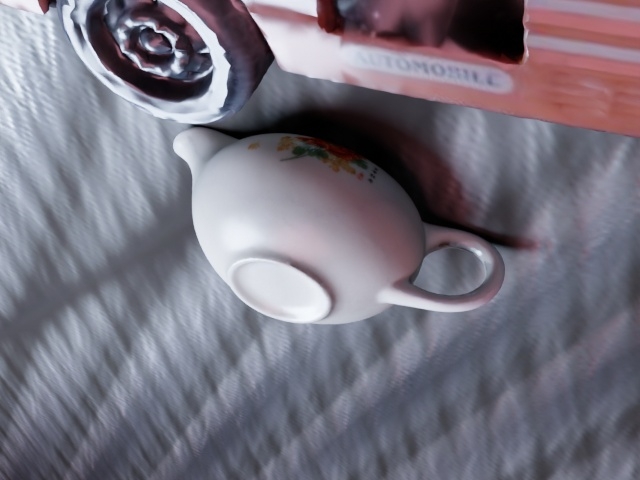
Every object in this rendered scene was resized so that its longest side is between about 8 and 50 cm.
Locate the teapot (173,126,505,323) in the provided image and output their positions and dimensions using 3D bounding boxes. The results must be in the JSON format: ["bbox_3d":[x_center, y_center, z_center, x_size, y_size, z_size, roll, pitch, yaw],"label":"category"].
[{"bbox_3d":[0.000,0.000,0.740,0.226,0.092,0.145,19,150,6],"label":"teapot"}]

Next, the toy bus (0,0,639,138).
[{"bbox_3d":[0.086,-0.154,0.331,0.427,0.203,0.233,13,143,19],"label":"toy bus"}]
